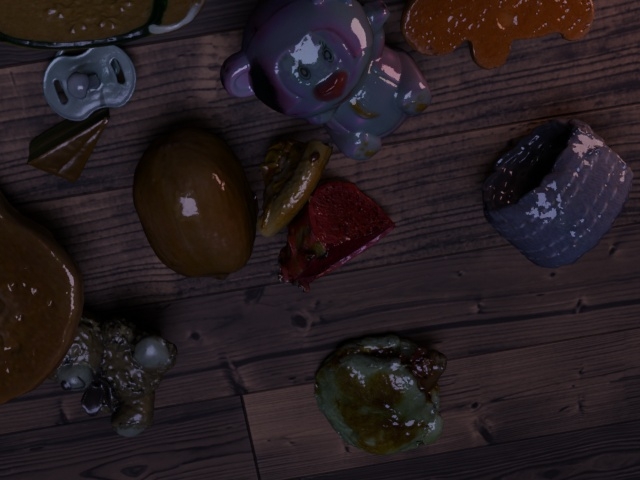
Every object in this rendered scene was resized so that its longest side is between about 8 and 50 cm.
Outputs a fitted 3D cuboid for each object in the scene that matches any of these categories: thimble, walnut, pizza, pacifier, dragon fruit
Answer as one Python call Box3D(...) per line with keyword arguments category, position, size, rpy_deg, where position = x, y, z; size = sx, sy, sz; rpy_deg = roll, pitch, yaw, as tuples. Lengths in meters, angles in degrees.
Box3D(category="thimble", position=(0.396, -0.083, 1.871), size=(0.236, 0.205, 0.172), rpy_deg=(-40, 118, 19))
Box3D(category="walnut", position=(-0.206, -0.046, 1.827), size=(0.203, 0.203, 0.298), rpy_deg=(-11, 127, 0))
Box3D(category="pizza", position=(-0.053, -0.114, 1.819), size=(0.062, 0.161, 0.182), rpy_deg=(24, 122, -30))
Box3D(category="pacifier", position=(-0.364, -0.252, 1.720), size=(0.150, 0.116, 0.127), rpy_deg=(-12, 100, 5))
Box3D(category="dragon fruit", position=(-0.010, -0.005, 1.889), size=(0.126, 0.274, 0.161), rpy_deg=(51, 121, 11))

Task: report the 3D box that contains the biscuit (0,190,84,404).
Box3D(category="biscuit", position=(-0.588, 0.100, 1.896), size=(0.365, 0.062, 0.385), rpy_deg=(44, 111, -7))

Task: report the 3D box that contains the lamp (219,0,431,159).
Box3D(category="lamp", position=(0.009, -0.283, 1.698), size=(0.247, 0.247, 0.301), rpy_deg=(-39, 142, 22))

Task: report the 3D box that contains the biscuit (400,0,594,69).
Box3D(category="biscuit", position=(0.273, -0.374, 1.739), size=(0.323, 0.049, 0.206), rpy_deg=(-21, 122, -10))

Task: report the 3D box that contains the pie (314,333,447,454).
Box3D(category="pie", position=(0.115, 0.304, 2.164), size=(0.257, 0.105, 0.275), rpy_deg=(3, 121, 8))

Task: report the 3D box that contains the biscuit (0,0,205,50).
Box3D(category="biscuit", position=(-0.329, -0.371, 1.591), size=(0.343, 0.057, 0.287), rpy_deg=(-8, 155, -12))

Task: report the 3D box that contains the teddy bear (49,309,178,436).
Box3D(category="teddy bear", position=(-0.397, 0.209, 1.992), size=(0.256, 0.156, 0.267), rpy_deg=(15, 129, -15))

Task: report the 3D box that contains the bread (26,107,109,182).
Box3D(category="bread", position=(-0.403, -0.175, 1.785), size=(0.084, 0.074, 0.139), rpy_deg=(23, 119, -24))
